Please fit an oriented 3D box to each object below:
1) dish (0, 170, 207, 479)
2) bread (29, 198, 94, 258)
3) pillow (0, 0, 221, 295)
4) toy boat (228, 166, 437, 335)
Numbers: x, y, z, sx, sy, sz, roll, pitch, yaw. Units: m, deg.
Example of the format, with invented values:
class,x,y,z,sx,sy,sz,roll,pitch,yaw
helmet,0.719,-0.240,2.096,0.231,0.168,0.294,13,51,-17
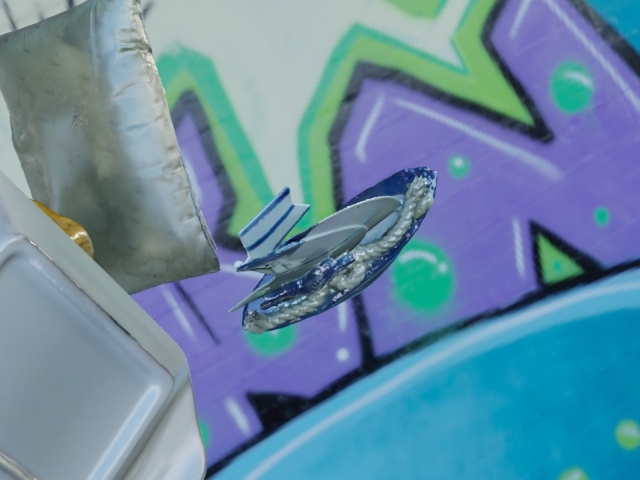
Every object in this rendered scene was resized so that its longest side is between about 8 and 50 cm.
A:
class,x,y,z,sx,sy,sz,roll,pitch,yaw
dish,-0.132,0.080,0.524,0.064,0.234,0.154,6,55,45
bread,-0.292,0.044,0.926,0.143,0.158,0.149,21,26,22
pillow,-0.221,-0.090,1.058,0.184,0.303,0.075,-17,1,19
toy boat,-0.016,0.019,0.924,0.210,0.070,0.291,-48,-17,30
